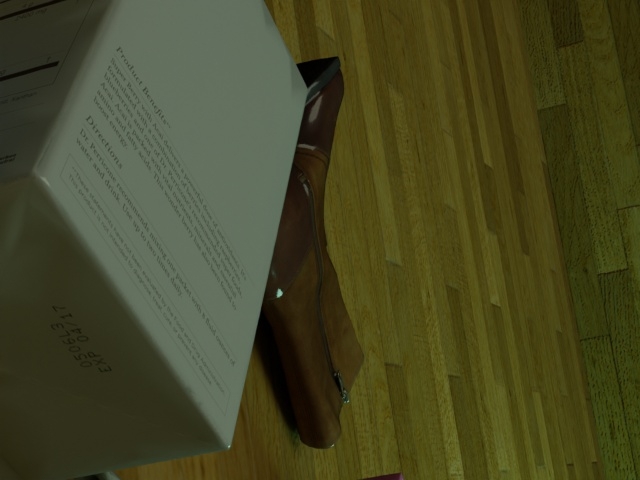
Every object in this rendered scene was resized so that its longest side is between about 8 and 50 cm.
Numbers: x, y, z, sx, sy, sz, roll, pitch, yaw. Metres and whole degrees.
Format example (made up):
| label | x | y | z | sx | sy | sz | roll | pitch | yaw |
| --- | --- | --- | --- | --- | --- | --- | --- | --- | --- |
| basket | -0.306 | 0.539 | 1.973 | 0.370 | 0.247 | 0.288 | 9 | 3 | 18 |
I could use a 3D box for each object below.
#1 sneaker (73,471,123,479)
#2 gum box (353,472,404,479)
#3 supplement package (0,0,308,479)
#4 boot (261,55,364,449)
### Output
| label | x | y | z | sx | sy | sz | roll | pitch | yaw |
| --- | --- | --- | --- | --- | --- | --- | --- | --- | --- |
| sneaker | -0.141 | 0.193 | 0.687 | 0.083 | 0.071 | 0.190 | 56 | 22 | -19 |
| gum box | 0.010 | 0.262 | 0.978 | 0.188 | 0.107 | 0.062 | -67 | 140 | -58 |
| supplement package | -0.134 | -0.041 | 0.665 | 0.293 | 0.175 | 0.177 | -79 | 148 | -48 |
| boot | 0.000 | 0.000 | 1.130 | 0.264 | 0.096 | 0.280 | -73 | 146 | -55 |
